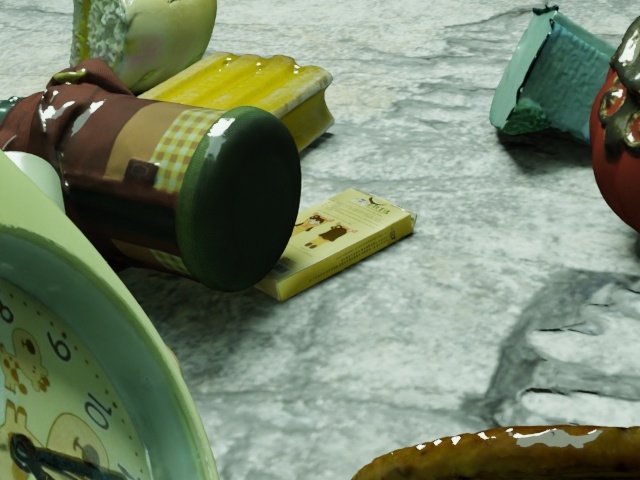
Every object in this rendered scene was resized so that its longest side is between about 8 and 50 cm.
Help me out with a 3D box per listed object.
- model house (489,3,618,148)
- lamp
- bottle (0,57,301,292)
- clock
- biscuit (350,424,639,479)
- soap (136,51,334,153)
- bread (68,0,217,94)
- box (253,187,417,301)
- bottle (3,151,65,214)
[{"bbox_3d":[0.243,-0.131,0.985,0.148,0.120,0.148,22,7,-1],"label":"model house"},{"bbox_3d":[0.308,-0.086,0.785,0.226,0.227,0.227,-3,29,2],"label":"lamp"},{"bbox_3d":[-0.156,-0.056,0.806,0.271,0.143,0.156,13,74,28],"label":"bottle"},{"bbox_3d":[-0.130,0.100,0.453,0.096,0.308,0.235,-31,25,16],"label":"clock"},{"bbox_3d":[0.104,0.114,0.491,0.187,0.188,0.027,-1,65,6],"label":"biscuit"},{"bbox_3d":[-0.102,-0.098,0.987,0.140,0.073,0.232,12,33,29],"label":"soap"},{"bbox_3d":[-0.190,-0.235,1.181,0.156,0.158,0.261,8,30,2],"label":"bread"},{"bbox_3d":[0.000,0.000,0.853,0.149,0.020,0.073,-26,35,-33],"label":"box"},{"bbox_3d":[-0.184,0.043,0.667,0.072,0.072,0.202,-10,57,-10],"label":"bottle"}]
